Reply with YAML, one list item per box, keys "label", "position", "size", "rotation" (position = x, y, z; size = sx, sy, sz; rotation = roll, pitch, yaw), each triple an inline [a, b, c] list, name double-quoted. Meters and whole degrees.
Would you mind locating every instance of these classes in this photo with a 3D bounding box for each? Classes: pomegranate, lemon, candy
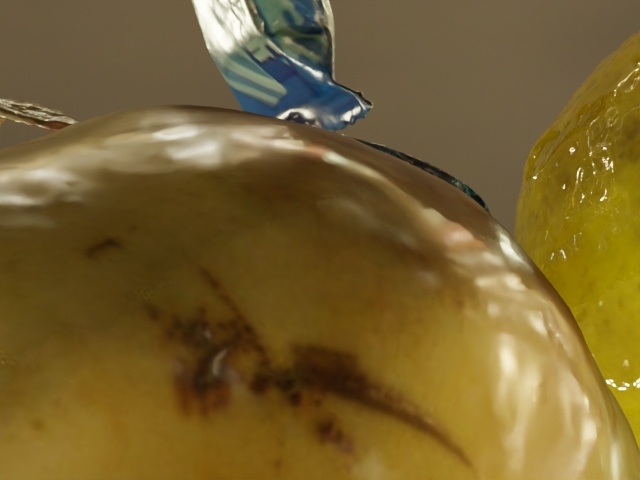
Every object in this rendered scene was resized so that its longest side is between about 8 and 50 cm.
- label: "pomegranate"
  position: [-0.058, 0.116, 0.646]
  size: [0.333, 0.332, 0.332]
  rotation: [1, -142, -1]
- label: "lemon"
  position: [0.284, 0.007, 1.173]
  size: [0.387, 0.349, 0.349]
  rotation: [-17, -140, -2]
- label: "candy"
  position: [-0.061, -0.227, 1.533]
  size: [0.077, 0.331, 0.187]
  rotation: [-18, 178, -27]

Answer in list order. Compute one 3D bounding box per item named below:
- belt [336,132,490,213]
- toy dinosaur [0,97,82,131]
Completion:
- label: "belt"
  position: [0.000, 0.000, 1.094]
  size: [0.190, 0.141, 0.082]
  rotation: [7, -113, 30]
- label: "toy dinosaur"
  position: [-0.247, 0.012, 1.299]
  size: [0.327, 0.206, 0.113]
  rotation: [-36, -120, 16]
